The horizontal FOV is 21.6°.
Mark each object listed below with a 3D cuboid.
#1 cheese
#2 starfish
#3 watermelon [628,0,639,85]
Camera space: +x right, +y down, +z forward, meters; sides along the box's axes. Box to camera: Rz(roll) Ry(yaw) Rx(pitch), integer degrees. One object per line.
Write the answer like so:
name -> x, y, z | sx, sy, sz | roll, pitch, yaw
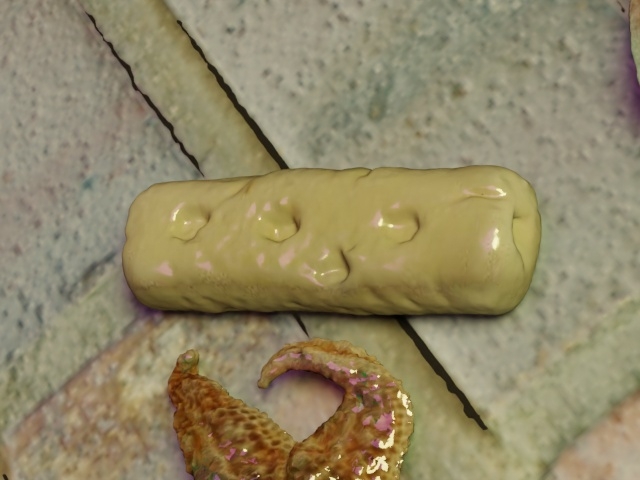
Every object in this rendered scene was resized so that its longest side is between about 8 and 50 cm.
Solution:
cheese -> 0.000, 0.000, 0.714 | 0.194, 0.043, 0.065 | -2, 62, 29
starfish -> -0.014, 0.120, 0.674 | 0.150, 0.053, 0.209 | -35, 51, -5
watermelon -> 0.196, -0.158, 0.664 | 0.154, 0.094, 0.241 | -18, 59, 32
